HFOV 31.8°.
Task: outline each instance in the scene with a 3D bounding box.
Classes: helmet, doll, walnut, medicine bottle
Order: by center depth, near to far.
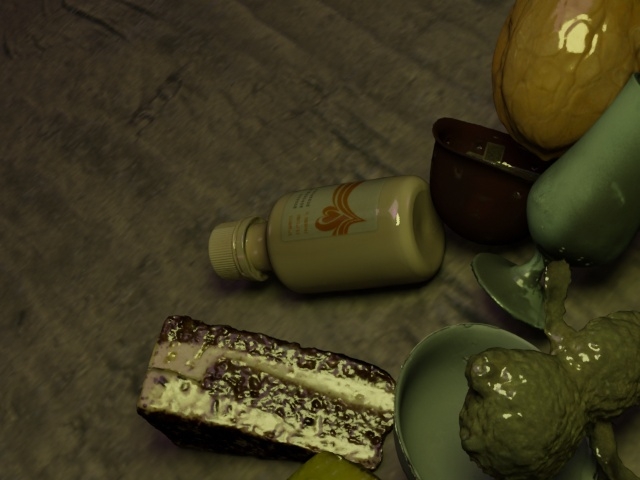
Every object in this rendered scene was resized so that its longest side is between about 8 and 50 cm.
[{"bbox_3d":[0.231,0.091,0.898,0.286,0.202,0.091,-50,25,-15],"label":"doll"},{"bbox_3d":[0.247,-0.175,1.082,0.159,0.159,0.206,22,93,45],"label":"walnut"},{"bbox_3d":[0.171,-0.047,1.123,0.155,0.106,0.175,18,15,2],"label":"helmet"},{"bbox_3d":[0.000,0.000,1.200,0.252,0.114,0.114,-8,45,29],"label":"medicine bottle"}]

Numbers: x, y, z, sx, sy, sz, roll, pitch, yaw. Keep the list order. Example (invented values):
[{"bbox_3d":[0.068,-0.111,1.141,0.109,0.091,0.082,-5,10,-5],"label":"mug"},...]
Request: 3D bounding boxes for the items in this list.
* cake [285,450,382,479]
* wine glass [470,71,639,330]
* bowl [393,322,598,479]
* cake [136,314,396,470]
[{"bbox_3d":[0.025,0.291,0.856,0.179,0.156,0.261,-41,38,-20],"label":"cake"},{"bbox_3d":[0.242,-0.034,0.999,0.231,0.103,0.103,-53,32,26],"label":"wine glass"},{"bbox_3d":[0.128,0.172,0.934,0.086,0.189,0.189,-54,13,51],"label":"bowl"},{"bbox_3d":[-0.048,0.165,1.117,0.246,0.135,0.112,13,65,6],"label":"cake"}]
